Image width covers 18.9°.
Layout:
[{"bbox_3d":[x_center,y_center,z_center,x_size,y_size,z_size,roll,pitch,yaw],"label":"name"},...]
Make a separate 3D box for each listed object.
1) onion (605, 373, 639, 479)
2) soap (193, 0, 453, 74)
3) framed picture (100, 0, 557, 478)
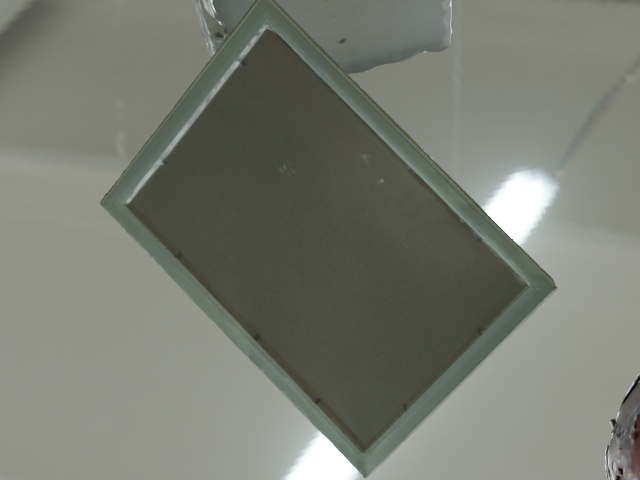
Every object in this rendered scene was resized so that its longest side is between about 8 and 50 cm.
[{"bbox_3d":[0.301,0.105,1.299,0.252,0.219,0.252,-27,178,-1],"label":"onion"},{"bbox_3d":[-0.041,-0.356,1.635,0.213,0.350,0.435,-13,-126,-5],"label":"soap"},{"bbox_3d":[0.000,0.000,0.868,0.142,0.183,0.011,-49,172,30],"label":"framed picture"}]
